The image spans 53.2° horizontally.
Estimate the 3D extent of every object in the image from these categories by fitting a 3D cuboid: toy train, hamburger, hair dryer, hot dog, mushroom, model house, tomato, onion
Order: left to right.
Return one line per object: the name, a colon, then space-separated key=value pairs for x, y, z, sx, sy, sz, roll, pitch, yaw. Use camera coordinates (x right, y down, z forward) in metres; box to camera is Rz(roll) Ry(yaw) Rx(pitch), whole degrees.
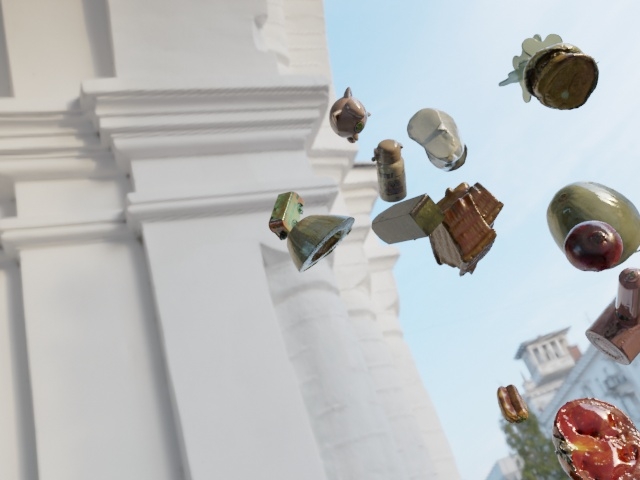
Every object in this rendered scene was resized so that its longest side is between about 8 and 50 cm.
toy train: x=-0.120 y=-0.090 z=2.284 sx=0.072 sy=0.188 sz=0.099 roll=-7 pitch=-41 yaw=30
mushroom: x=0.316 y=-0.244 z=1.667 sx=0.122 sy=0.159 sz=0.329 roll=-14 pitch=-10 yaw=18
model house: x=0.419 y=-0.030 z=1.796 sx=0.200 sy=0.229 sz=0.219 roll=-33 pitch=-66 yaw=-9
hot dog: x=0.352 y=0.302 z=1.174 sx=0.049 sy=0.036 sz=0.122 roll=-10 pitch=13 yaw=11
hamburger: x=0.631 y=-0.430 z=1.665 sx=0.186 sy=0.113 sz=0.177 roll=-25 pitch=-54 yaw=7
tomato: x=0.454 y=0.351 z=1.062 sx=0.139 sy=0.159 sz=0.091 roll=-9 pitch=-42 yaw=-7
onion: x=0.645 y=0.014 z=1.508 sx=0.131 sy=0.131 sz=0.131 roll=-15 pitch=-30 yaw=-9
hair dryer: x=0.728 y=0.136 z=1.472 sx=0.210 sy=0.125 sz=0.352 roll=-46 pitch=-34 yaw=-7

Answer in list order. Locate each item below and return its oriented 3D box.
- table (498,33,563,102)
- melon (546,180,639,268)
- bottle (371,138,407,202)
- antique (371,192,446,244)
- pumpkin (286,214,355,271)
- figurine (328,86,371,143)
table: x=0.671 y=-0.544 z=2.031 sx=0.167 sy=0.166 sz=0.198 roll=-14 pitch=-8 yaw=-10
melon: x=0.842 y=-0.046 z=1.967 sx=0.272 sy=0.307 sz=0.272 roll=-32 pitch=4 yaw=3
bottle: x=0.226 y=-0.233 z=2.113 sx=0.110 sy=0.097 sz=0.209 roll=-13 pitch=-54 yaw=-1
antique: x=0.215 y=-0.051 z=1.644 sx=0.080 sy=0.081 sz=0.221 roll=-46 pitch=13 yaw=-22
pumpkin: x=-0.014 y=-0.012 z=1.792 sx=0.217 sy=0.110 sz=0.217 roll=-46 pitch=-16 yaw=-17
figurine: x=0.084 y=-0.361 z=1.865 sx=0.125 sy=0.125 sz=0.138 roll=-23 pitch=-39 yaw=5
